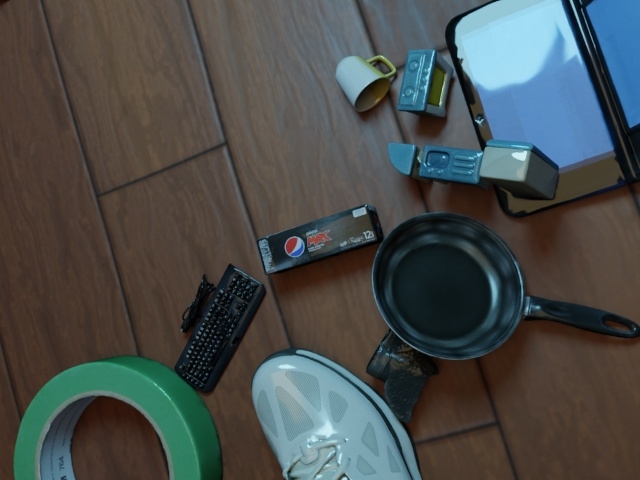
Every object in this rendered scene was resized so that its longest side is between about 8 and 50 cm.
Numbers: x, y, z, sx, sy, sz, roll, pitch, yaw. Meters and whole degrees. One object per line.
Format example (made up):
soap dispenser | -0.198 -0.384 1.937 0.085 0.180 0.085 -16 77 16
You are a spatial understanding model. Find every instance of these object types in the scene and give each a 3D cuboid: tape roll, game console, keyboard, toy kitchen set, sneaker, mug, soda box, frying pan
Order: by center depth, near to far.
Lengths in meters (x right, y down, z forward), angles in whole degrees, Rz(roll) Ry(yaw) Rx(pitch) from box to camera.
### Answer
game console | 0.303 -0.202 0.752 0.174 0.250 0.292 -16 83 -11
sneaker | 0.040 0.329 0.761 0.169 0.257 0.447 -40 77 12
toy kitchen set | 0.183 -0.153 0.777 0.207 0.122 0.165 12 91 34
frying pan | 0.225 0.052 0.819 0.327 0.053 0.197 -5 68 -8
sneaker | 0.125 0.152 0.852 0.089 0.051 0.170 31 93 6
mug | 0.059 -0.225 0.888 0.064 0.078 0.062 52 135 21
soda box | 0.000 0.000 0.888 0.169 0.060 0.053 -17 84 15
keyboard | -0.167 0.128 0.947 0.100 0.038 0.192 30 96 16
tape roll | -0.310 0.340 0.962 0.322 0.077 0.320 0 88 16
